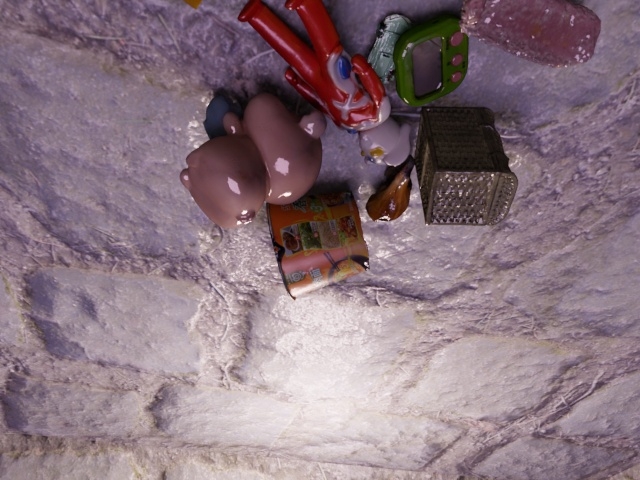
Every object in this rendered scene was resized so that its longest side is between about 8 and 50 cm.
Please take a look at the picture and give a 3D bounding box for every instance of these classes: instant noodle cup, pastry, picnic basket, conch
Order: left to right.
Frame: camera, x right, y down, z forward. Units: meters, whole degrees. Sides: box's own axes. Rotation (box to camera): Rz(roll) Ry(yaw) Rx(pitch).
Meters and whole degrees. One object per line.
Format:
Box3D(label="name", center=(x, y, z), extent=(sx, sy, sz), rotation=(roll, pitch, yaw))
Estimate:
Box3D(label="instant noodle cup", center=(0.000, 0.000, 1.104), extent=(0.182, 0.230, 0.230), rotation=(-13, 138, 2))
Box3D(label="conch", center=(0.154, -0.098, 1.076), extent=(0.080, 0.086, 0.233), rotation=(16, 138, -17))
Box3D(label="picnic basket", center=(0.262, -0.138, 0.949), extent=(0.154, 0.196, 0.134), rotation=(0, 136, 3))
Box3D(label="pastry", center=(0.300, -0.334, 0.788), extent=(0.265, 0.112, 0.103), rotation=(9, 114, -30))

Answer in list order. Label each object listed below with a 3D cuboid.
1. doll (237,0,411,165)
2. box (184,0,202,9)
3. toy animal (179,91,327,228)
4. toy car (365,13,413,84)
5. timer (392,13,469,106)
Box3D(label="doll", center=(0.035, -0.252, 0.875), extent=(0.384, 0.099, 0.188), rotation=(39, 165, -37))
Box3D(label="box", center=(-0.248, -0.449, 0.722), extent=(0.247, 0.033, 0.129), rotation=(30, 130, -29))
Box3D(label="toy animal", center=(-0.116, -0.133, 0.921), extent=(0.229, 0.221, 0.210), rotation=(21, 153, -10))
Box3D(label="toy car", center=(0.109, -0.317, 0.866), extent=(0.059, 0.035, 0.122), rotation=(12, 130, -13))
Box3D(label="timer", center=(0.180, -0.294, 0.855), extent=(0.128, 0.047, 0.140), rotation=(-25, 141, -5))
